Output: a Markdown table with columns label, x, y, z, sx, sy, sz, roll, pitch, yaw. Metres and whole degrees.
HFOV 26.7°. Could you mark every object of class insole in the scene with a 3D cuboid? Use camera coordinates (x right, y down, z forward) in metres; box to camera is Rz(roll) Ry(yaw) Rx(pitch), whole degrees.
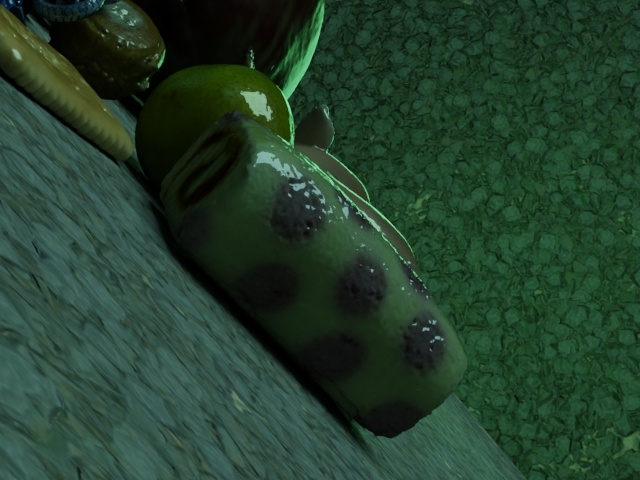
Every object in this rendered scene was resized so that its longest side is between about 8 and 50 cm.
| label | x | y | z | sx | sy | sz | roll | pitch | yaw |
| --- | --- | --- | --- | --- | --- | --- | --- | --- | --- |
| insole | -0.241 | -0.168 | 2.001 | 0.119 | 0.009 | 0.348 | 48 | 2 | 29 |

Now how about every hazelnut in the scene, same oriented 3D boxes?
| label | x | y | z | sx | sy | sz | roll | pitch | yaw |
| --- | --- | --- | --- | --- | --- | --- | --- | --- | --- |
| hazelnut | -0.199 | -0.371 | 1.989 | 0.402 | 0.402 | 0.429 | 50 | -7 | 28 |

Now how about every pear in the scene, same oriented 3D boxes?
| label | x | y | z | sx | sy | sz | roll | pitch | yaw |
| --- | --- | --- | --- | --- | --- | --- | --- | --- | --- |
| pear | -0.103 | -0.128 | 1.476 | 0.180 | 0.216 | 0.166 | -7 | -45 | 50 |

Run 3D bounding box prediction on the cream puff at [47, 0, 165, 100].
| label | x | y | z | sx | sy | sz | roll | pitch | yaw |
| --- | --- | --- | --- | --- | --- | --- | --- | --- | --- |
| cream puff | -0.247 | -0.218 | 1.529 | 0.126 | 0.103 | 0.144 | 18 | 34 | -32 |

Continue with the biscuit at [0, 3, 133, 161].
| label | x | y | z | sx | sy | sz | roll | pitch | yaw |
| --- | --- | --- | --- | --- | --- | --- | --- | --- | --- |
| biscuit | -0.272 | -0.171 | 1.295 | 0.160 | 0.030 | 0.249 | 50 | 3 | 25 |

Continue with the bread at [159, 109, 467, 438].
| label | x | y | z | sx | sy | sz | roll | pitch | yaw |
| --- | --- | --- | --- | --- | --- | --- | --- | --- | --- |
| bread | -0.005 | 0.033 | 1.354 | 0.338 | 0.155 | 0.187 | 45 | 6 | -25 |

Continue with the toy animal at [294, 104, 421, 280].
| label | x | y | z | sx | sy | sz | roll | pitch | yaw |
| --- | --- | --- | --- | --- | --- | --- | --- | --- | --- |
| toy animal | -0.001 | -0.001 | 1.572 | 0.256 | 0.195 | 0.213 | 48 | -13 | 53 |

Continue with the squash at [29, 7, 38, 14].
| label | x | y | z | sx | sy | sz | roll | pitch | yaw |
| --- | --- | --- | --- | --- | --- | --- | --- | --- | --- |
| squash | -0.373 | -0.330 | 1.555 | 0.069 | 0.069 | 0.258 | 50 | 3 | 26 |

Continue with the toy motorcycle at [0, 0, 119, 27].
| label | x | y | z | sx | sy | sz | roll | pitch | yaw |
| --- | --- | --- | --- | --- | --- | --- | --- | --- | --- |
| toy motorcycle | -0.285 | -0.311 | 1.472 | 0.254 | 0.135 | 0.092 | -83 | 171 | -47 |
